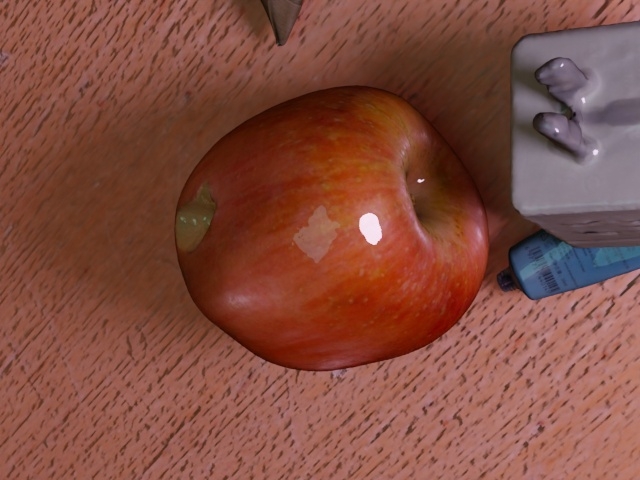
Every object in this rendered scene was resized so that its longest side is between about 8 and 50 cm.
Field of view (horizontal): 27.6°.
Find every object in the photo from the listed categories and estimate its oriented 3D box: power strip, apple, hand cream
[{"bbox_3d":[0.216,-0.079,0.943,0.140,0.224,0.139,-1,80,25],"label":"power strip"},{"bbox_3d":[0.000,0.000,1.068,0.241,0.242,0.242,-27,91,34],"label":"apple"},{"bbox_3d":[0.247,-0.009,1.068,0.224,0.048,0.083,-24,93,21],"label":"hand cream"}]

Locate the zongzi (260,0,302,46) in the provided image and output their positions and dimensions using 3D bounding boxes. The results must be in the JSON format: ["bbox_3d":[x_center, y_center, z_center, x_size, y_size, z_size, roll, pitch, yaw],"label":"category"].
[{"bbox_3d":[-0.082,-0.281,1.128,0.189,0.081,0.178,30,123,21],"label":"zongzi"}]
